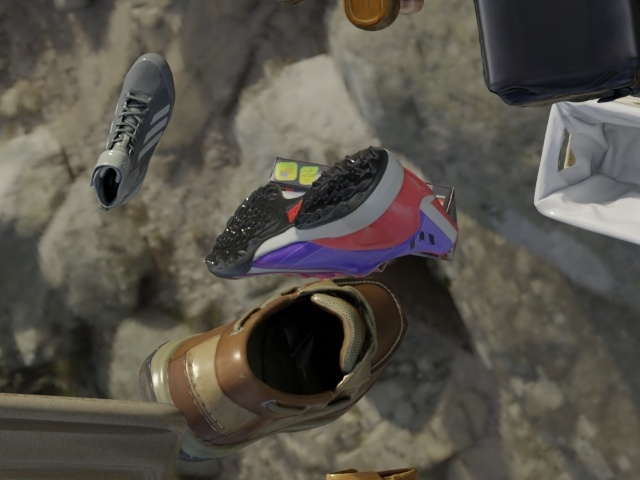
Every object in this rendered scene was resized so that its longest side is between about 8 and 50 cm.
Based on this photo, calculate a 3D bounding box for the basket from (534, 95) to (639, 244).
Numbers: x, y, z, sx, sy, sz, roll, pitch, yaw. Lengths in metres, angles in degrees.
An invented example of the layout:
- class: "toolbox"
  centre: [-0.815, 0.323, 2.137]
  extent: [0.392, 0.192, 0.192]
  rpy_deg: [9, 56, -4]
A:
- class: "basket"
  centre: [0.286, -0.063, 1.322]
  extent: [0.167, 0.103, 0.113]
  rpy_deg: [17, 109, 28]

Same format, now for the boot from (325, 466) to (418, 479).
- class: "boot"
  centre: [0.021, 0.424, 2.083]
  extent: [0.104, 0.295, 0.211]
  rpy_deg: [-10, 90, 59]

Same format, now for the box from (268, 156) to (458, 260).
- class: "box"
  centre: [0.050, -0.035, 1.737]
  extent: [0.207, 0.036, 0.114]
  rpy_deg: [11, 153, 13]

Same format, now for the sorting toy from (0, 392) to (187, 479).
- class: "sorting toy"
  centre: [-0.213, 0.156, 0.578]
  extent: [0.041, 0.307, 0.229]
  rpy_deg: [31, 111, 58]

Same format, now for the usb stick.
- class: "usb stick"
  centre: [0.089, -0.194, 0.653]
  extent: [0.077, 0.045, 0.278]
  rpy_deg: [-8, 92, 26]

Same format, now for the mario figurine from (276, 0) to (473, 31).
- class: "mario figurine"
  centre: [0.069, -0.257, 1.505]
  extent: [0.170, 0.320, 0.198]
  rpy_deg: [-37, 88, 32]

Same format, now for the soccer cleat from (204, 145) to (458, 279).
- class: "soccer cleat"
  centre: [0.000, 0.000, 1.493]
  extent: [0.116, 0.108, 0.318]
  rpy_deg: [37, 149, -22]

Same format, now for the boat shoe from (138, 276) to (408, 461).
- class: "boat shoe"
  centre: [-0.007, 0.093, 1.252]
  extent: [0.120, 0.324, 0.122]
  rpy_deg: [-29, 87, 33]

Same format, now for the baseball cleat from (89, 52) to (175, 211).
- class: "baseball cleat"
  centre: [-0.237, -0.133, 1.936]
  extent: [0.072, 0.109, 0.205]
  rpy_deg: [16, 107, 5]
